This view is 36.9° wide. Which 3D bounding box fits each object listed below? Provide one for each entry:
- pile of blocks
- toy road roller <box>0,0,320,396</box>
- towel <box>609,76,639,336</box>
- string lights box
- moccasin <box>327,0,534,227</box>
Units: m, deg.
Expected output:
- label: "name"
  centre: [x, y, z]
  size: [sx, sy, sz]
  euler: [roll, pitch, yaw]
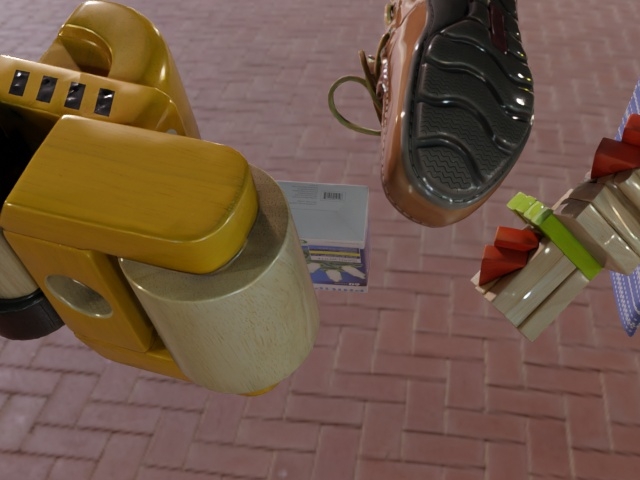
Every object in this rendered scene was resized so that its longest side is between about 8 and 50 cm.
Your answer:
- label: "pile of blocks"
  centre: [0.275, -0.053, 0.907]
  size: [0.362, 0.112, 0.149]
  euler: [-37, 22, 26]
- label: "toy road roller"
  centre: [-0.139, -0.048, 0.725]
  size: [0.329, 0.202, 0.240]
  euler: [15, 59, 19]
- label: "towel"
  centre: [0.405, -0.065, 1.161]
  size: [0.040, 0.336, 0.243]
  euler: [0, 58, 0]
- label: "string lights box"
  centre: [0.000, 0.000, 1.291]
  size: [0.133, 0.259, 0.076]
  euler: [4, 73, 6]
- label: "moccasin"
  centre: [0.098, -0.149, 0.862]
  size: [0.139, 0.147, 0.380]
  euler: [28, 42, -23]
